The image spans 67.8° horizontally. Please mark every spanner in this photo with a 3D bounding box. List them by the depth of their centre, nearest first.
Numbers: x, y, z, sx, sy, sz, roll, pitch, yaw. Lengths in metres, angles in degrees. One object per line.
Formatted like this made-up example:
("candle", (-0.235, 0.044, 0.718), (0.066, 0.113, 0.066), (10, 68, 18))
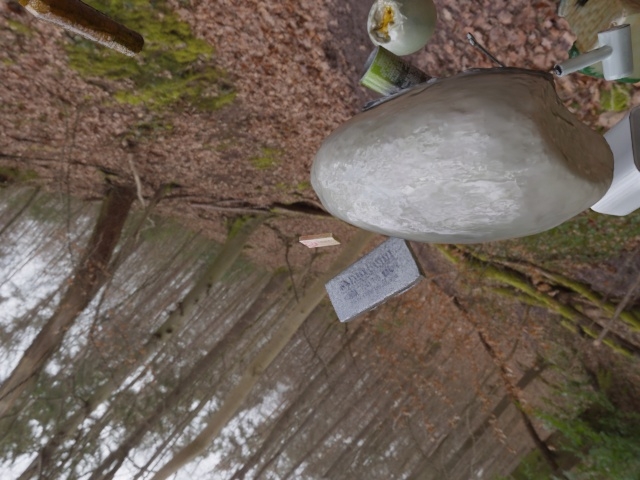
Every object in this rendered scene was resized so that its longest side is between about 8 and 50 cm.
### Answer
("spanner", (0.573, -0.635, 1.624), (0.254, 0.015, 0.054), (15, -130, -39))

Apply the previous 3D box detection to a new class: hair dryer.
("hair dryer", (0.707, -0.463, 1.236), (0.073, 0.236, 0.131), (30, 141, 67))

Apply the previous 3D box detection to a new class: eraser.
("eraser", (0.119, 0.096, 1.116), (0.352, 0.077, 0.111), (-41, 69, 48))

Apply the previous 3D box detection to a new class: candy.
("candy", (0.184, -0.087, 0.714), (0.426, 0.186, 0.386), (-2, 170, 37))

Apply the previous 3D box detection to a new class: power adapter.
("power adapter", (0.721, -0.170, 1.139), (0.124, 0.187, 0.255), (9, 161, 0))

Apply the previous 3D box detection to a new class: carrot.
("carrot", (-0.465, -0.435, 0.953), (0.070, 0.070, 0.260), (39, -165, 20))

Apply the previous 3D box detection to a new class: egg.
("egg", (0.368, -0.958, 2.083), (0.278, 0.278, 0.336), (39, -139, 24))

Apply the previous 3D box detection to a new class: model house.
("model house", (1.036, -0.793, 1.654), (0.335, 0.381, 0.343), (121, 140, -58))

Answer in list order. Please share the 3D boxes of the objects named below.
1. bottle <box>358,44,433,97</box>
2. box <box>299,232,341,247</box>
("bottle", (0.252, -0.334, 1.122), (0.329, 0.093, 0.093), (26, -179, -14))
("box", (0.000, 0.000, 1.218), (0.093, 0.015, 0.058), (-7, 159, 24))
